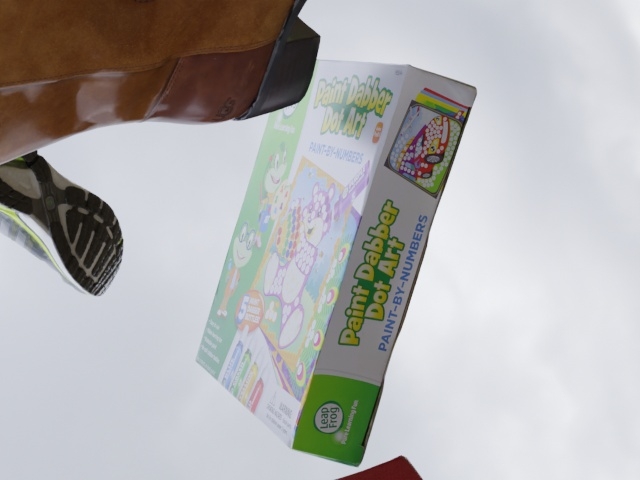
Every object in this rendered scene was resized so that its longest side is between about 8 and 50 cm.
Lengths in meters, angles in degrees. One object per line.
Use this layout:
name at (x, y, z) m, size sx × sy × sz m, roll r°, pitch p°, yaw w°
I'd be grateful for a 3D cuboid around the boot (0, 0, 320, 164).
boot at (-0.124, -0.172, 0.840) m, size 0.280 × 0.264 × 0.096 m, roll -14°, pitch -132°, yaw -33°

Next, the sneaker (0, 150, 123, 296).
sneaker at (-0.356, -0.038, 1.737) m, size 0.300 × 0.121 × 0.111 m, roll 52°, pitch -124°, yaw -37°

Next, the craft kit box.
craft kit box at (0.000, 0.000, 0.964) m, size 0.061 × 0.246 × 0.250 m, roll 19°, pitch -179°, yaw -21°

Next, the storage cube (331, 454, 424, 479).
storage cube at (-0.001, 0.259, 0.720) m, size 0.184 × 0.215 × 0.193 m, roll -12°, pitch -135°, yaw -30°
